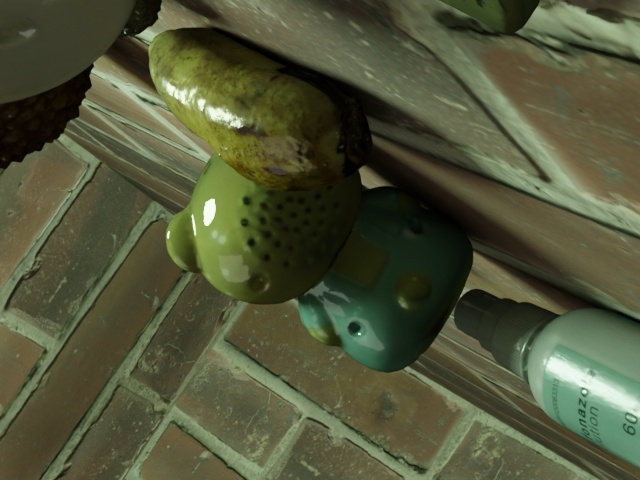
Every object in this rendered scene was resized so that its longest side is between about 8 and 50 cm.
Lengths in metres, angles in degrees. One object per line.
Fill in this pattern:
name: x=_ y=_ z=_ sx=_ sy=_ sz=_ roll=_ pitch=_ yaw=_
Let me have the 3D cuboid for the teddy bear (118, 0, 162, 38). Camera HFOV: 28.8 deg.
teddy bear: x=-0.267 y=-0.221 z=1.024 sx=0.251 sy=0.129 sz=0.182 roll=29 pitch=170 yaw=34

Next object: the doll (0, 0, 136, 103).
doll: x=-0.222 y=-0.209 z=0.787 sx=0.221 sy=0.221 sz=0.251 roll=34 pitch=152 yaw=0

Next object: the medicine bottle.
medicine bottle: x=0.247 y=0.119 z=1.079 sx=0.110 sy=0.110 sz=0.352 roll=39 pitch=172 yaw=-39

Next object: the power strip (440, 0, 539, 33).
power strip: x=0.032 y=-0.141 z=0.553 sx=0.169 sy=0.028 sz=0.076 roll=31 pitch=173 yaw=23

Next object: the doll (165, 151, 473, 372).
doll: x=0.000 y=0.000 z=1.147 sx=0.261 sy=0.177 sz=0.161 roll=33 pitch=179 yaw=-17

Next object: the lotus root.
lotus root: x=-0.056 y=-0.105 z=1.011 sx=0.258 sy=0.097 sz=0.110 roll=33 pitch=178 yaw=45

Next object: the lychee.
lychee: x=-0.398 y=-0.190 z=1.407 sx=0.267 sy=0.267 sz=0.267 roll=33 pitch=174 yaw=4
